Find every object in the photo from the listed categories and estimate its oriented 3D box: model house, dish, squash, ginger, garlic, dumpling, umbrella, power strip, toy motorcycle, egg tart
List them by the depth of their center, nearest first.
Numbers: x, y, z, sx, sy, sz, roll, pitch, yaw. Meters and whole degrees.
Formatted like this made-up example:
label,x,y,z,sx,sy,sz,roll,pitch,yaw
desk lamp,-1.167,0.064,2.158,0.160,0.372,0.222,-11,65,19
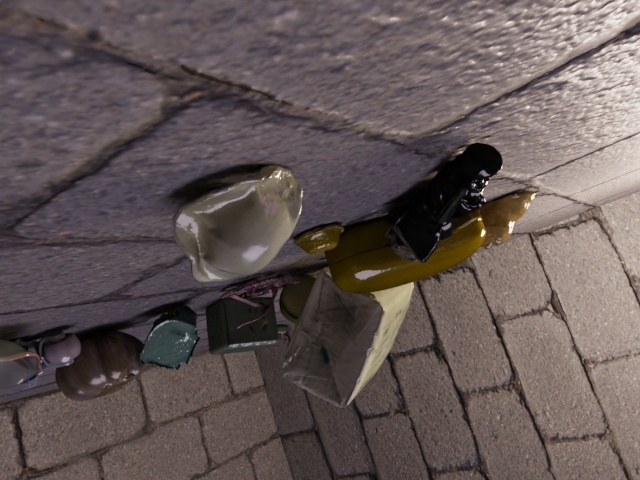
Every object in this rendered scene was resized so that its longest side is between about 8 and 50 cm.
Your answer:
label,x,y,z,sx,sy,sz,roll,pitch,yaw
dumpling,-0.109,-0.014,0.650,0.169,0.100,0.134,-27,154,33
umbrella,0.197,-0.055,0.952,0.106,0.113,0.358,-44,174,-22
dish,-0.637,0.228,1.005,0.229,0.081,0.229,-23,161,-8
egg tart,0.000,0.000,1.063,0.105,0.039,0.105,-16,170,-3
toy motorcycle,-0.633,0.252,1.150,0.254,0.113,0.112,-17,169,-16
garlic,-0.546,0.304,1.367,0.227,0.152,0.228,-21,163,-7
model house,-0.370,0.223,1.386,0.119,0.148,0.149,21,-162,-17
ginger,0.475,-0.056,1.413,0.193,0.123,0.115,-32,144,31
power strip,-0.200,0.244,1.592,0.224,0.140,0.139,1,160,-33
squash,-0.061,0.185,1.639,0.132,0.133,0.247,-17,169,-11

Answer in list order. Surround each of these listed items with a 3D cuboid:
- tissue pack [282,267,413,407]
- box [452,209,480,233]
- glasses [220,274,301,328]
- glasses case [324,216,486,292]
label,x,y,z,sx,sy,sz,roll,pitch,yaw
tissue pack,0.086,0.215,1.434,0.207,0.297,0.380,24,-170,17
box,0.246,-0.059,1.052,0.022,0.089,0.156,-14,170,-16
glasses,-0.142,0.141,1.403,0.162,0.095,0.255,-33,167,24
glasses case,0.187,0.022,1.216,0.371,0.141,0.173,-14,169,-21
